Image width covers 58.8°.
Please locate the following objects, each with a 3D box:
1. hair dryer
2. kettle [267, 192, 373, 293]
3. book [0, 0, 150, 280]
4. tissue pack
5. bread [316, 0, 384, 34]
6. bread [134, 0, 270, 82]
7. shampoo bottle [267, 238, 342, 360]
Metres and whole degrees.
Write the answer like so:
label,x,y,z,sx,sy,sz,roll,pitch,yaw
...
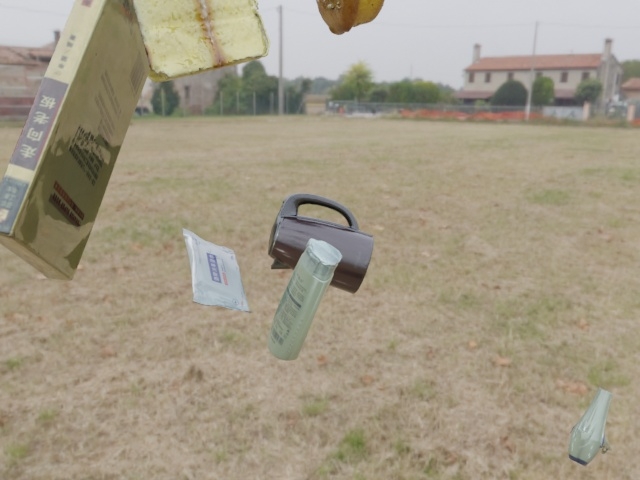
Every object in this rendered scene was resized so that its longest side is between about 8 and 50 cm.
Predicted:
label,x,y,z,sx,sy,sz,roll,pitch,yaw
hair dryer,0.624,0.405,1.251,0.199,0.167,0.068,10,9,-40
kettle,0.000,0.000,1.330,0.233,0.201,0.144,19,-4,-6
book,-0.198,-0.090,0.472,0.027,0.230,0.161,14,-17,-5
tissue pack,-0.197,0.060,1.067,0.123,0.026,0.193,26,25,-37
bread,0.068,-0.687,1.501,0.146,0.268,0.268,-16,19,-19
bread,-0.229,-0.429,1.013,0.264,0.235,0.198,-26,46,-36
shampoo bottle,-0.029,0.095,0.857,0.049,0.212,0.072,0,42,-33
